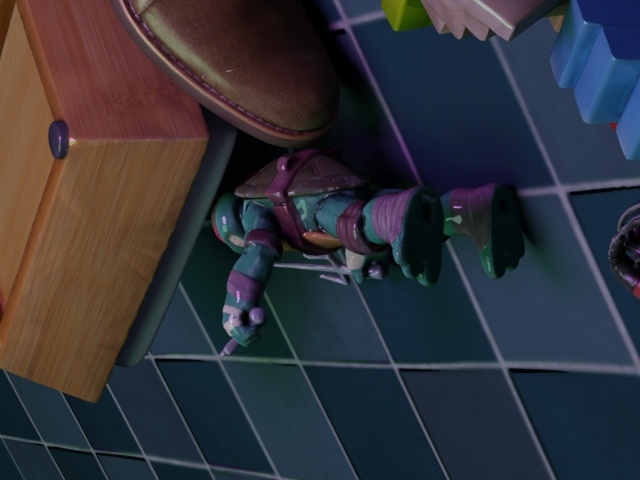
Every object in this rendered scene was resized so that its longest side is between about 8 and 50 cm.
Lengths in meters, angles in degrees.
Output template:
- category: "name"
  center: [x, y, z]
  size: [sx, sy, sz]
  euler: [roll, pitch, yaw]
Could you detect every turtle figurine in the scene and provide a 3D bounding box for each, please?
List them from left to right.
- category: "turtle figurine"
  center: [0.000, 0.000, 0.999]
  size: [0.234, 0.175, 0.118]
  euler: [-5, 107, 44]

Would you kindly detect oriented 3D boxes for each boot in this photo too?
- category: "boot"
  center: [-0.073, -0.197, 0.972]
  size: [0.115, 0.112, 0.305]
  euler: [-33, 92, 44]

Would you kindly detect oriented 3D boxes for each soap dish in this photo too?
- category: "soap dish"
  center: [-0.172, -0.058, 1.114]
  size: [0.291, 0.118, 0.229]
  euler: [-62, 41, 44]

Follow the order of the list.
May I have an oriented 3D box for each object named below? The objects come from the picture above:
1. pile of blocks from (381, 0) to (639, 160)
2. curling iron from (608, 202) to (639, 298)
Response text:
- category: "pile of blocks"
  center: [0.129, -0.085, 0.739]
  size: [0.362, 0.149, 0.113]
  euler: [43, 147, 20]
- category: "curling iron"
  center: [0.255, 0.070, 0.819]
  size: [0.274, 0.035, 0.068]
  euler: [42, 147, 22]
